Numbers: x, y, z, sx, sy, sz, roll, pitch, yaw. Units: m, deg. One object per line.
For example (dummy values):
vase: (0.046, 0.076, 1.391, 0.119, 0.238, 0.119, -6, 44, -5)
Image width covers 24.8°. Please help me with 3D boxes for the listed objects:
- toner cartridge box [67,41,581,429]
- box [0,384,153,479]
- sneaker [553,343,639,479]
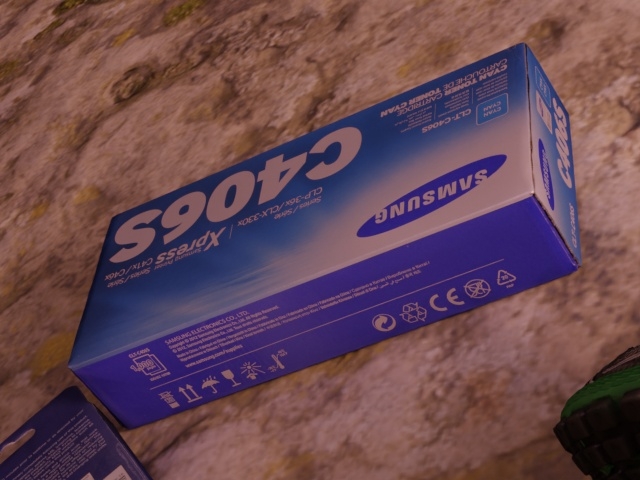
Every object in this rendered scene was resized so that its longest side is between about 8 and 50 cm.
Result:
toner cartridge box: (0.000, 0.000, 0.992, 0.348, 0.075, 0.165, -22, 36, 22)
box: (-0.169, 0.190, 0.947, 0.136, 0.036, 0.225, -41, 34, -7)
sneaker: (0.246, 0.041, 0.618, 0.343, 0.134, 0.146, -32, 20, 43)
